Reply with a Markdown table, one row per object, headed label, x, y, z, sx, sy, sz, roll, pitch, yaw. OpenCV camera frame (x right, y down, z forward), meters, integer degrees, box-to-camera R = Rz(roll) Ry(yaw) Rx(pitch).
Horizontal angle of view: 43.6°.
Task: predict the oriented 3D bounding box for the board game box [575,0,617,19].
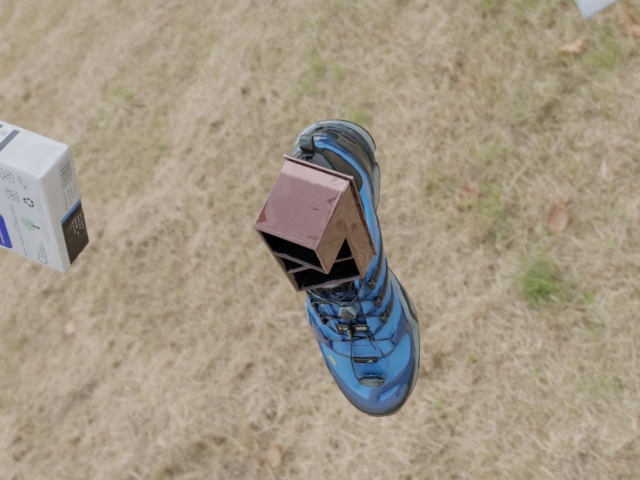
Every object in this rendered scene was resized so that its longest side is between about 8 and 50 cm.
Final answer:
| label | x | y | z | sx | sy | sz | roll | pitch | yaw |
| --- | --- | --- | --- | --- | --- | --- | --- | --- | --- |
| board game box | 0.300 | -0.356 | 0.633 | 0.303 | 0.224 | 0.097 | -27 | 15 | 26 |

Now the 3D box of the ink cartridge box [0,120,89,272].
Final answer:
| label | x | y | z | sx | sy | sz | roll | pitch | yaw |
| --- | --- | --- | --- | --- | --- | --- | --- | --- | --- |
| ink cartridge box | -0.432 | -0.085 | 0.917 | 0.332 | 0.165 | 0.065 | 20 | 51 | 9 |

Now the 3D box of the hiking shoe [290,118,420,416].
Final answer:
| label | x | y | z | sx | sy | sz | roll | pitch | yaw |
| --- | --- | --- | --- | --- | --- | --- | --- | --- | --- |
| hiking shoe | 0.017 | 0.043 | 0.758 | 0.113 | 0.304 | 0.132 | -11 | 14 | 19 |

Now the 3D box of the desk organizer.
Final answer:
| label | x | y | z | sx | sy | sz | roll | pitch | yaw |
| --- | --- | --- | --- | --- | --- | --- | --- | --- | --- |
| desk organizer | 0.000 | 0.000 | 0.528 | 0.047 | 0.130 | 0.050 | 20 | 74 | 18 |
